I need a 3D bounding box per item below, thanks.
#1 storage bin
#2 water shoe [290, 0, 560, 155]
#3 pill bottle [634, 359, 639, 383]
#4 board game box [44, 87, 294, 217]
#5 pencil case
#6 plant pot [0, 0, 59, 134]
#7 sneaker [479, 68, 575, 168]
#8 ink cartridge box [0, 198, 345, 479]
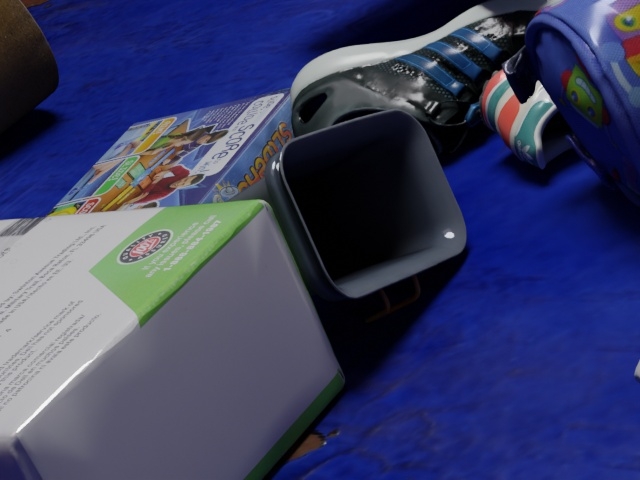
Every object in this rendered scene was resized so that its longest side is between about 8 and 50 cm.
[{"bbox_3d":[0.000,0.000,1.010,0.091,0.098,0.135,-25,-2,37],"label":"storage bin"},{"bbox_3d":[0.082,-0.086,1.171,0.203,0.073,0.080,-16,53,15],"label":"water shoe"},{"bbox_3d":[0.211,-0.038,0.713,0.136,0.136,0.246,19,82,59],"label":"pill bottle"},{"bbox_3d":[-0.101,-0.022,1.196,0.136,0.035,0.201,-10,27,32],"label":"board game box"},{"bbox_3d":[0.252,-0.125,0.996,0.306,0.133,0.119,-29,65,-8],"label":"pencil case"},{"bbox_3d":[-0.373,-0.109,1.494,0.254,0.237,0.237,-50,30,-18],"label":"plant pot"},{"bbox_3d":[0.173,-0.086,1.088,0.161,0.057,0.075,-24,39,-3],"label":"sneaker"},{"bbox_3d":[-0.159,0.082,0.957,0.272,0.115,0.198,-4,30,40],"label":"ink cartridge box"}]
